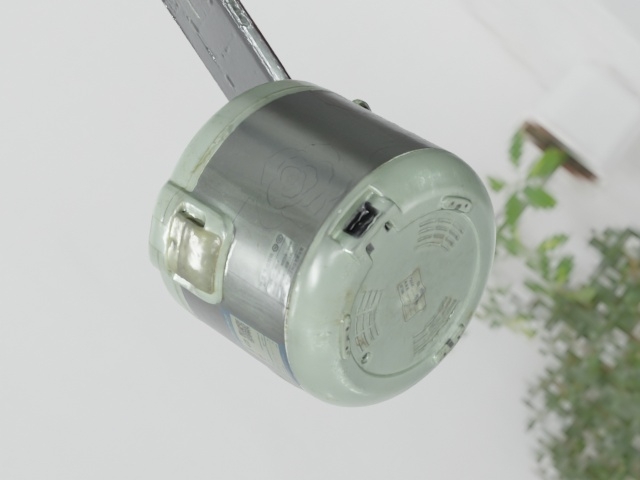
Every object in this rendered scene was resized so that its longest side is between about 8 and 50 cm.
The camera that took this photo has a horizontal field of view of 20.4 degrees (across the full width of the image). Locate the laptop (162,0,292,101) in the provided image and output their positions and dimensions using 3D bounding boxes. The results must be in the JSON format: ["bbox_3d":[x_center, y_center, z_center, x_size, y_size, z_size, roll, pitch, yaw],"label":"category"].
[{"bbox_3d":[-0.103,-0.216,1.869,0.207,0.026,0.154,56,162,0],"label":"laptop"}]

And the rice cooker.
[{"bbox_3d":[-0.002,0.000,1.748,0.277,0.288,0.288,30,164,36],"label":"rice cooker"}]
